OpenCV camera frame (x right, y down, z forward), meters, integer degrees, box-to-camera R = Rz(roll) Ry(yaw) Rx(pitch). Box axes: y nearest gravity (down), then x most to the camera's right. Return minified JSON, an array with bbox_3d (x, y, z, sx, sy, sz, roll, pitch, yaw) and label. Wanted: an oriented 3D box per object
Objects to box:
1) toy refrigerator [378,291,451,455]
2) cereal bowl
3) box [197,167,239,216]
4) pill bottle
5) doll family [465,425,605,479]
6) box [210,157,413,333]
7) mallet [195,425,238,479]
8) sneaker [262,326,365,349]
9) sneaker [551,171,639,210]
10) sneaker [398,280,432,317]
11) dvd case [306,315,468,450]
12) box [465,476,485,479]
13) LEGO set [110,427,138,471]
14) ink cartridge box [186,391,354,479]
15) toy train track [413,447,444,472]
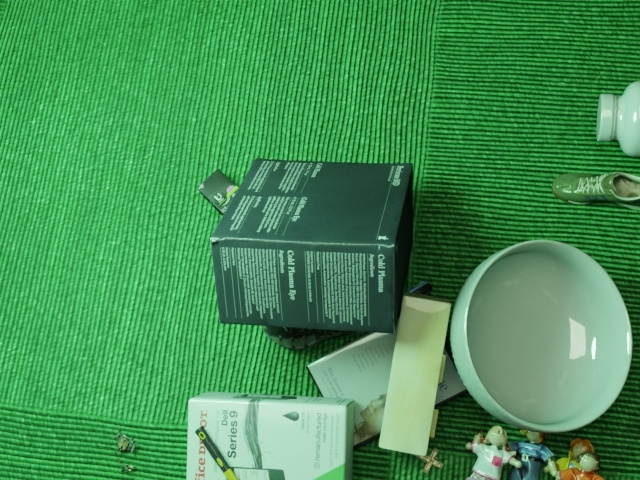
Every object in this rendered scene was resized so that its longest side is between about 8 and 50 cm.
[{"bbox_3d":[0.172,0.234,1.765,0.094,0.102,0.269,10,91,7],"label":"toy refrigerator"},{"bbox_3d":[0.375,0.174,1.769,0.339,0.141,0.339,4,76,-19],"label":"cereal bowl"},{"bbox_3d":[-0.198,-0.093,2.025,0.062,0.052,0.083,-43,70,-8],"label":"box"},{"bbox_3d":[0.662,-0.227,1.883,0.264,0.146,0.146,4,73,10],"label":"pill bottle"},{"bbox_3d":[0.390,0.405,1.750,0.263,0.118,0.163,11,80,31],"label":"doll family"},{"bbox_3d":[0.000,0.000,1.802,0.312,0.179,0.343,2,28,11],"label":"box"},{"bbox_3d":[-0.150,0.399,1.720,0.062,0.039,0.189,-31,81,10],"label":"mallet"},{"bbox_3d":[0.014,0.150,1.894,0.267,0.106,0.101,-7,90,28],"label":"sneaker"},{"bbox_3d":[0.540,-0.106,1.893,0.192,0.086,0.064,10,74,12],"label":"sneaker"},{"bbox_3d":[0.167,0.165,1.879,0.078,0.067,0.188,23,82,10],"label":"sneaker"},{"bbox_3d":[0.124,0.253,1.833,0.253,0.022,0.180,-28,87,6],"label":"dvd case"},{"bbox_3d":[0.261,0.545,1.608,0.117,0.213,0.243,11,102,13],"label":"box"},{"bbox_3d":[-0.374,0.401,1.909,0.054,0.023,0.083,2,85,12],"label":"LEGO set"},{"bbox_3d":[-0.090,0.387,1.790,0.289,0.121,0.211,1,88,9],"label":"ink cartridge box"},{"bbox_3d":[0.186,0.394,1.822,0.083,0.014,0.048,24,77,16],"label":"toy train track"}]
